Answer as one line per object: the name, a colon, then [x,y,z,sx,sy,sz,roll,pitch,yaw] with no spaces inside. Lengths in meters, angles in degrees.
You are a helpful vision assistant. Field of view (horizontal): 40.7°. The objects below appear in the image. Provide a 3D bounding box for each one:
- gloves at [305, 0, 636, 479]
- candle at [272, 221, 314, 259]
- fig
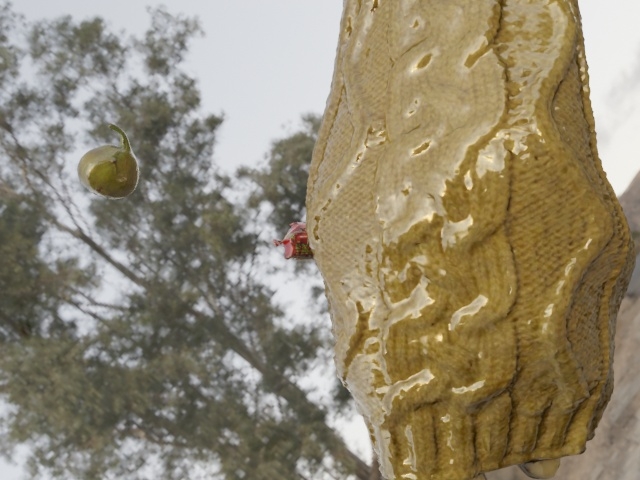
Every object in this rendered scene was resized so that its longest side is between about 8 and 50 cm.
gloves: [0.074,-0.016,0.506,0.155,0.203,0.356,-7,-89,-52]
candle: [0.000,0.000,1.112,0.131,0.052,0.052,-1,-45,-26]
fig: [-0.294,-0.106,1.230,0.098,0.084,0.082,-55,6,1]
